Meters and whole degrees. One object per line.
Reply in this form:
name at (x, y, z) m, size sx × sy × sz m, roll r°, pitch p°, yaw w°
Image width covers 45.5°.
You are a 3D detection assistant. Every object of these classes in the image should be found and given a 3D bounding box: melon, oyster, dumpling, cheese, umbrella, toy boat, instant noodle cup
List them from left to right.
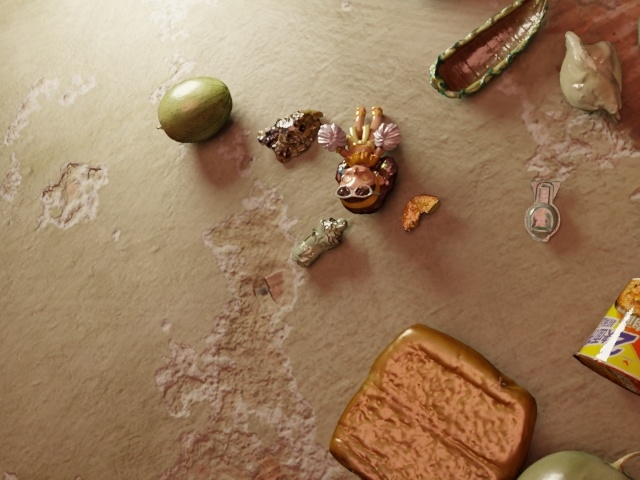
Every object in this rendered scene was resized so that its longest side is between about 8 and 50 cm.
melon at (-0.289, -0.293, 1.729) m, size 0.192 × 0.139 × 0.139 m, roll -26°, pitch 74°, yaw 11°
oyster at (-0.061, -0.243, 1.682) m, size 0.148 × 0.051 × 0.103 m, roll -41°, pitch 78°, yaw 0°
umbrella at (0.000, 0.000, 1.618) m, size 0.143 × 0.062 × 0.067 m, roll -37°, pitch 40°, yaw 19°
toy boat at (0.349, -0.393, 1.526) m, size 0.293 × 0.099 × 0.108 m, roll -39°, pitch 72°, yaw 20°
cheese at (0.431, -0.057, 1.480) m, size 0.067 × 0.026 × 0.121 m, roll 4°, pitch 83°, yaw 21°
melon at (0.430, 0.499, 1.279) m, size 0.271 × 0.272 × 0.308 m, roll 6°, pitch 89°, yaw 21°
dumpling at (0.511, -0.312, 1.433) m, size 0.118 × 0.136 × 0.199 m, roll -32°, pitch 83°, yaw 6°
instant noodle cup at (0.569, 0.174, 1.308) m, size 0.213 × 0.213 × 0.174 m, roll 27°, pitch 85°, yaw 22°

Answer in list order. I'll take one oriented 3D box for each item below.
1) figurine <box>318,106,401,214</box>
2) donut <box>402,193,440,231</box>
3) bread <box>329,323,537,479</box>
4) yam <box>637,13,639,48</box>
figurine at (0.089, -0.172, 1.580) m, size 0.174 × 0.116 × 0.240 m, roll -1°, pitch 76°, yaw 18°
donut at (0.205, -0.054, 1.560) m, size 0.067 × 0.038 × 0.083 m, roll 14°, pitch 92°, yaw 20°
bread at (0.222, 0.354, 1.440) m, size 0.337 × 0.148 × 0.328 m, roll 29°, pitch 89°, yaw 24°
yam at (0.731, -0.364, 1.342) m, size 0.304 × 0.168 × 0.168 m, roll -8°, pitch 79°, yaw 18°
